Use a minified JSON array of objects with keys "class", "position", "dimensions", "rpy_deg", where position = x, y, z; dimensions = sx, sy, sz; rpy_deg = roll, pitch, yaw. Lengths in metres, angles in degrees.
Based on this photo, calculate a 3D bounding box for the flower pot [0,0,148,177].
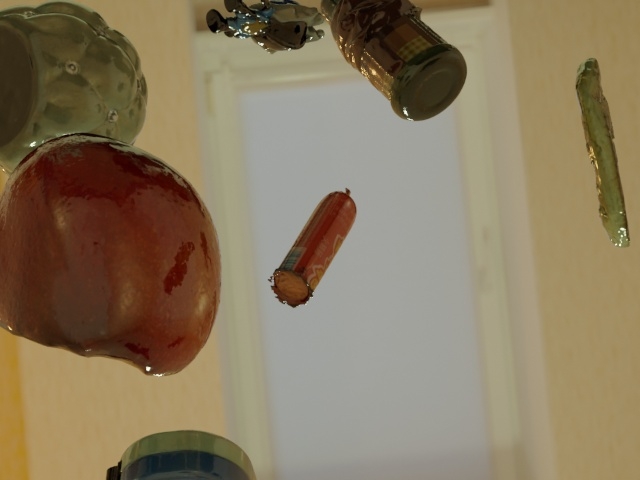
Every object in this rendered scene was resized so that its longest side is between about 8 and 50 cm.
[{"class":"flower pot","position":[-0.339,-0.183,1.744],"dimensions":[0.246,0.246,0.195],"rpy_deg":[-7,174,37]}]

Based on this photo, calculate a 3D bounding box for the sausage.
[{"class":"sausage","position":[0.000,0.000,1.317],"dimensions":[0.048,0.050,0.145],"rpy_deg":[8,-136,24]}]

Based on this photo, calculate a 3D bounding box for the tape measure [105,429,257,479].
[{"class":"tape measure","position":[-0.126,0.360,1.969],"dimensions":[0.351,0.098,0.215],"rpy_deg":[-8,135,4]}]

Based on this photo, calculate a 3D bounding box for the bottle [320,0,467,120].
[{"class":"bottle","position":[0.104,-0.308,2.110],"dimensions":[0.143,0.271,0.156],"rpy_deg":[-36,145,-7]}]

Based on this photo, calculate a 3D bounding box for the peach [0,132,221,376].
[{"class":"peach","position":[-0.220,0.019,1.380],"dimensions":[0.248,0.245,0.275],"rpy_deg":[-15,-154,-16]}]

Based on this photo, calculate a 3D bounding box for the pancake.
[{"class":"pancake","position":[0.371,-0.117,1.808],"dimensions":[0.037,0.254,0.253],"rpy_deg":[-11,177,14]}]

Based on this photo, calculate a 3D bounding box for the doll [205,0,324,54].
[{"class":"doll","position":[-0.061,-0.283,1.806],"dimensions":[0.096,0.070,0.195],"rpy_deg":[-38,153,33]}]
